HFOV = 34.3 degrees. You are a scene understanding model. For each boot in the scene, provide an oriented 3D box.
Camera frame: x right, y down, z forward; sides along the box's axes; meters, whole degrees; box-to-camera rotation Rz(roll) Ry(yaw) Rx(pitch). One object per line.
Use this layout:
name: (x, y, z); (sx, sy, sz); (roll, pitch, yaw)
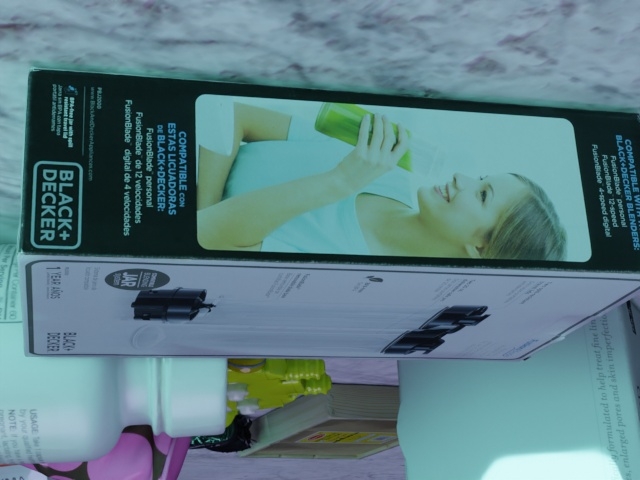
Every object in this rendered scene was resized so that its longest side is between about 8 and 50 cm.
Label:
boot: (-0.138, 0.220, 1.177); (0.121, 0.045, 0.099); (-5, 163, 6)

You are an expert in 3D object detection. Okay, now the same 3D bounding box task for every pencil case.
pencil case: (-0.190, 0.109, 0.719); (0.209, 0.095, 0.098); (19, 143, -1)

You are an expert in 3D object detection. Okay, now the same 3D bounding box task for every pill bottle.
pill bottle: (-0.172, 0.067, 0.617); (0.229, 0.131, 0.131); (0, 160, -7)

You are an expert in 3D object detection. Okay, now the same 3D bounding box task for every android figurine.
android figurine: (-0.128, 0.116, 0.876); (0.273, 0.056, 0.248); (-2, 160, 3)

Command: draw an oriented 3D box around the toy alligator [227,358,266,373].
toy alligator: (-0.094, 0.052, 0.718); (0.190, 0.056, 0.051); (4, -158, 5)

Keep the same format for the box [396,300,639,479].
box: (0.165, 0.144, 0.805); (0.182, 0.181, 0.119); (-12, 159, 25)

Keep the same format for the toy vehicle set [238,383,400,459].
toy vehicle set: (0.028, 0.212, 1.185); (0.166, 0.035, 0.267); (6, 158, -24)

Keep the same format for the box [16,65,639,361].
box: (0.000, 0.000, 0.523); (0.290, 0.087, 0.169); (2, 159, -13)

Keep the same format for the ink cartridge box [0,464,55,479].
ink cartridge box: (-0.468, 0.311, 1.245); (0.308, 0.091, 0.385); (-7, 154, 2)
